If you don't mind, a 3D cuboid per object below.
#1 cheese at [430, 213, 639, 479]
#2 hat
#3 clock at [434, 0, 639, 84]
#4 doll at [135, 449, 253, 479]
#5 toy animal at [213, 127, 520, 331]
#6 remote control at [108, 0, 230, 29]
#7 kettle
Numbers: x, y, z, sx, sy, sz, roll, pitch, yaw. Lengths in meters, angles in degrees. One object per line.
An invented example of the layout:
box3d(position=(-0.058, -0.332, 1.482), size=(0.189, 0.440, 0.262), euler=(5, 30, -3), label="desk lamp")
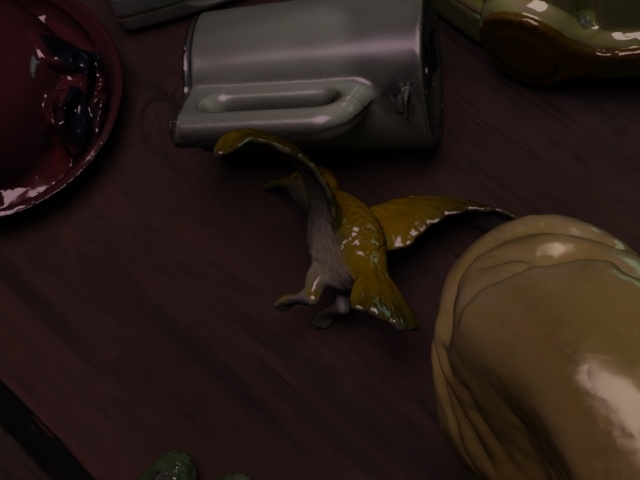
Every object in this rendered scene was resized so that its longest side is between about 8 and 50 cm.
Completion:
box3d(position=(0.137, 0.101, 0.669), size=(0.117, 0.214, 0.226), euler=(-26, 53, -8), label="cheese")
box3d(position=(-0.232, -0.100, 0.916), size=(0.205, 0.089, 0.206), euler=(-4, 61, 8), label="hat")
box3d(position=(0.183, -0.239, 0.893), size=(0.286, 0.117, 0.348), euler=(-35, 62, -8), label="clock")
box3d(position=(-0.095, 0.177, 0.755), size=(0.115, 0.077, 0.150), euler=(23, 57, 10), label="doll")
box3d(position=(0.000, 0.000, 0.821), size=(0.155, 0.219, 0.095), euler=(1, 76, 53), label="toy animal")
box3d(position=(-0.115, -0.308, 1.027), size=(0.145, 0.050, 0.344), euler=(-19, 61, 1), label="remote control")
box3d(position=(-0.004, -0.091, 0.862), size=(0.148, 0.098, 0.127), euler=(-3, 59, 11), label="kettle")
